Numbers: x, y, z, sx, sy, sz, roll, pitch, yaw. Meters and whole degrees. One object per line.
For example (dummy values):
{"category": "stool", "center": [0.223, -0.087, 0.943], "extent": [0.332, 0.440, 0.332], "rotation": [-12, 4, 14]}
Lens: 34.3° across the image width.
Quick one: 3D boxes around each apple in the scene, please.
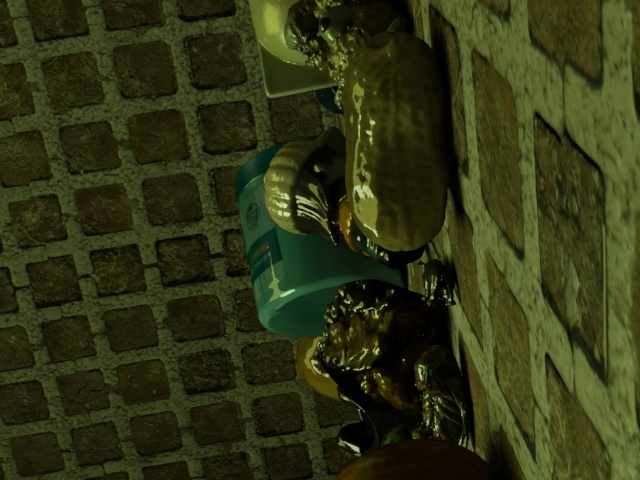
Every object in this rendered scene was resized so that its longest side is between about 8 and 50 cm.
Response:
{"category": "apple", "center": [0.149, 0.409, 1.403], "extent": [0.277, 0.250, 0.309], "rotation": [62, -170, 31]}

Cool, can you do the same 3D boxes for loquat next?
{"category": "loquat", "center": [0.077, 0.297, 2.740], "extent": [0.275, 0.275, 0.275], "rotation": [171, 90, -88]}

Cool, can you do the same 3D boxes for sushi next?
{"category": "sushi", "center": [0.119, 0.184, 1.725], "extent": [0.200, 0.204, 0.213], "rotation": [15, 84, 60]}

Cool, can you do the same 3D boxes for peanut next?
{"category": "peanut", "center": [0.099, -0.135, 1.397], "extent": [0.159, 0.143, 0.291], "rotation": [-133, 35, -69]}

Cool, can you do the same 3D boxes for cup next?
{"category": "cup", "center": [0.064, -0.342, 2.072], "extent": [0.155, 0.131, 0.176], "rotation": [-150, 76, -82]}

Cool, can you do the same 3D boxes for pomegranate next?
{"category": "pomegranate", "center": [0.187, 0.408, 2.061], "extent": [0.122, 0.122, 0.161], "rotation": [-101, 32, -50]}

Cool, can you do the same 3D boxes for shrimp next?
{"category": "shrimp", "center": [0.194, 0.270, 1.586], "extent": [0.090, 0.079, 0.233], "rotation": [3, 109, 49]}

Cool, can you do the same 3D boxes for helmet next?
{"category": "helmet", "center": [0.125, 0.382, 2.335], "extent": [0.216, 0.193, 0.189], "rotation": [-102, 10, -55]}

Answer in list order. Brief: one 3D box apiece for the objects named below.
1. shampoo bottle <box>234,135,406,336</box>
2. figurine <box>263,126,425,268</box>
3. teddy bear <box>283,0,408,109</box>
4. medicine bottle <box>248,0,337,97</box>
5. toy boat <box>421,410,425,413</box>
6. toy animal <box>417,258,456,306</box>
{"category": "shampoo bottle", "center": [0.000, 0.000, 2.259], "extent": [0.331, 0.331, 0.342], "rotation": [85, 174, -66]}
{"category": "figurine", "center": [0.026, -0.064, 1.844], "extent": [0.332, 0.204, 0.185], "rotation": [-130, 28, -49]}
{"category": "teddy bear", "center": [0.054, -0.339, 1.635], "extent": [0.267, 0.156, 0.256], "rotation": [127, 148, -44]}
{"category": "medicine bottle", "center": [-0.017, -0.460, 1.890], "extent": [0.236, 0.236, 0.406], "rotation": [87, 175, -72]}
{"category": "toy boat", "center": [0.173, 0.246, 2.068], "extent": [0.207, 0.079, 0.134], "rotation": [-104, 2, -52]}
{"category": "toy animal", "center": [0.175, 0.060, 1.565], "extent": [0.135, 0.047, 0.065], "rotation": [-104, 10, -86]}
